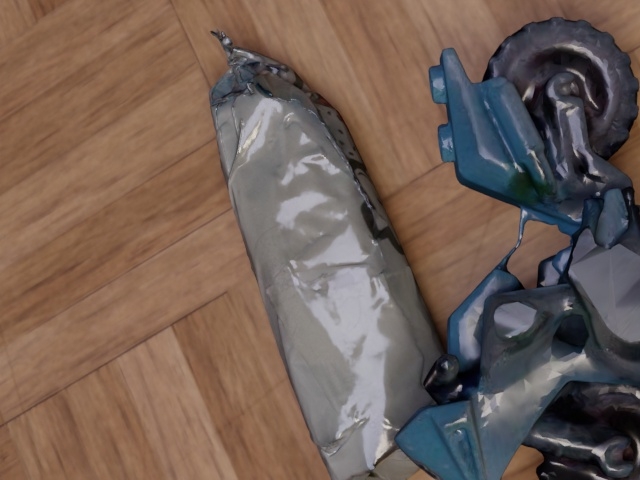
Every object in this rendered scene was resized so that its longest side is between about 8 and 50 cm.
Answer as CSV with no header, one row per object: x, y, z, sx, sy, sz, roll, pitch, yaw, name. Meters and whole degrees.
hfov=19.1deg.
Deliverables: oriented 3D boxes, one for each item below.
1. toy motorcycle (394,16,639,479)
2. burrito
0.159,0.035,1.501,0.232,0.172,0.416,-7,87,0,toy motorcycle
0.000,0.000,1.642,0.139,0.101,0.445,-25,74,19,burrito
